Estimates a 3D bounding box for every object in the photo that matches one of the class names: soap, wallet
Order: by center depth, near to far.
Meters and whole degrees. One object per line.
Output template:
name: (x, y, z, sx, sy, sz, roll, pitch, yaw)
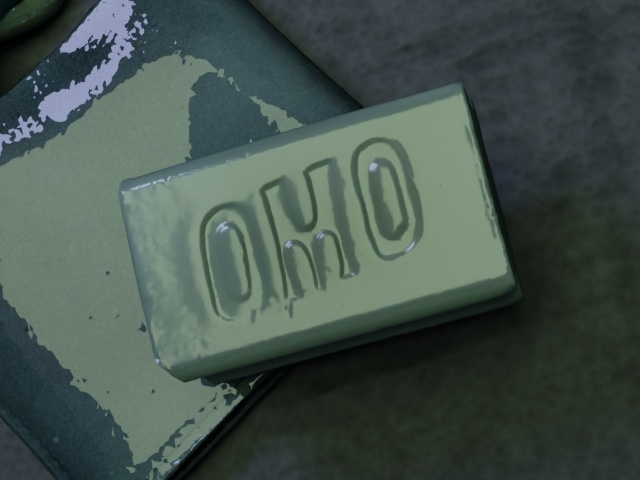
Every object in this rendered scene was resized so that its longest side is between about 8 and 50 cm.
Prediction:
soap: (0.000, 0.000, 0.881, 0.198, 0.066, 0.119, -16, 78, 11)
wallet: (-0.102, -0.009, 0.966, 0.290, 0.054, 0.251, -46, 70, -3)

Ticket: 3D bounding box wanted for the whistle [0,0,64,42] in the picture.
whistle: (-0.226, -0.158, 1.036, 0.114, 0.077, 0.236, 29, 72, -4)
